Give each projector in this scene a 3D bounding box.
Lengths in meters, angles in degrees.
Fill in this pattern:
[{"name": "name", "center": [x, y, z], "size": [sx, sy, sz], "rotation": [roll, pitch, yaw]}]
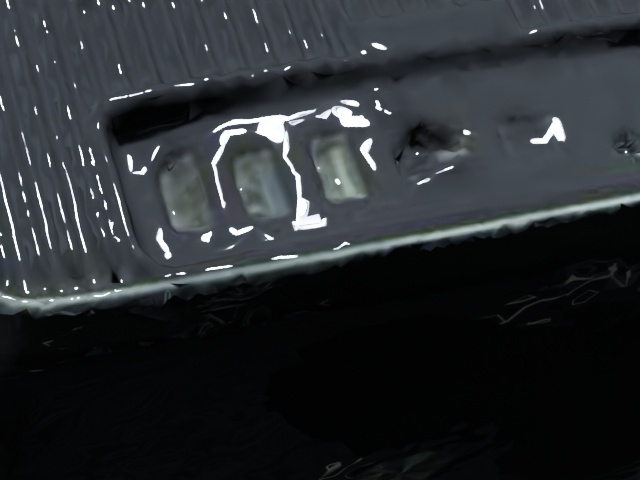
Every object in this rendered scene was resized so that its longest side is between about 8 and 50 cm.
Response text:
[{"name": "projector", "center": [0.000, 0.000, 0.702], "size": [0.405, 0.395, 0.242], "rotation": [108, -31, -59]}]
